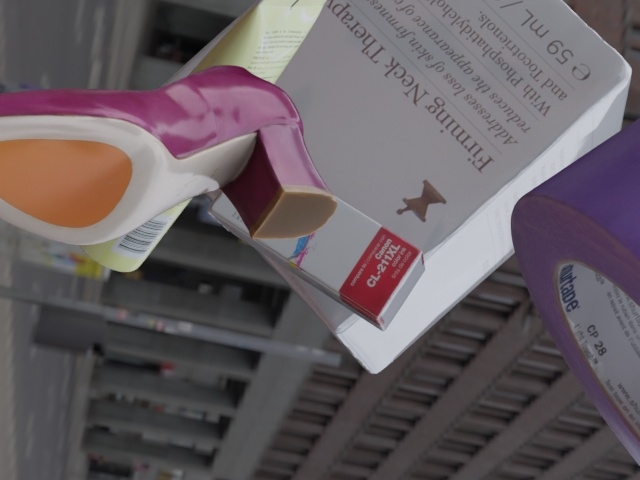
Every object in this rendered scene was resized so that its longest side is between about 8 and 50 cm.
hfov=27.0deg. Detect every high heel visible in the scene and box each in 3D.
[{"bbox_3d":[-0.099,-0.064,0.687,0.082,0.244,0.117,-54,-128,32],"label":"high heel"}]

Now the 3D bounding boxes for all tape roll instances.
[{"bbox_3d":[0.163,0.040,0.528,0.189,0.080,0.189,56,-8,12],"label":"tape roll"}]

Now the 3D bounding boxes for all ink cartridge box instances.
[{"bbox_3d":[0.000,0.000,1.178,0.072,0.175,0.127,-56,171,-4],"label":"ink cartridge box"}]

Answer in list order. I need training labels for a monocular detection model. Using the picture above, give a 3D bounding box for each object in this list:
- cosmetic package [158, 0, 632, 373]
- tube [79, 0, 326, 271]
[{"bbox_3d":[0.082,-0.114,1.468,0.394,0.329,0.327,-42,165,-2],"label":"cosmetic package"},{"bbox_3d":[-0.086,-0.080,0.926,0.240,0.062,0.070,-48,-152,25],"label":"tube"}]
